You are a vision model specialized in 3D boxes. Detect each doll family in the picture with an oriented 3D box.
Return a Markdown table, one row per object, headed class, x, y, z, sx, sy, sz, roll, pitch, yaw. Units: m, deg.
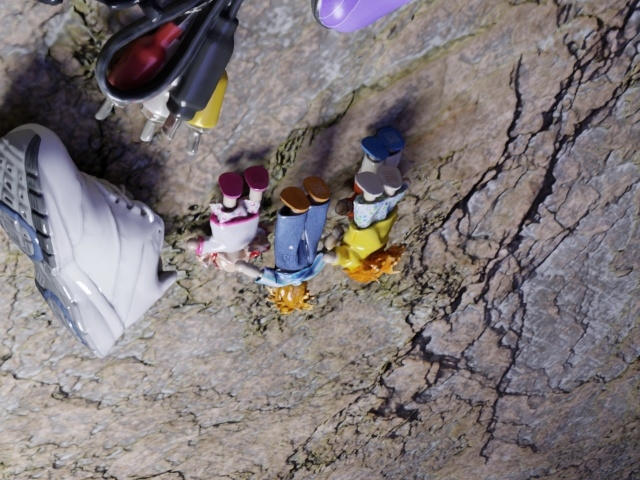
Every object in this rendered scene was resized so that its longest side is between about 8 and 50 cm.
| class | x | y | z | sx | sy | sz | roll | pitch | yaw |
| --- | --- | --- | --- | --- | --- | --- | --- | --- | --- |
| doll family | 0.000 | 0.000 | 1.189 | 0.263 | 0.118 | 0.163 | -16 | 143 | -23 |

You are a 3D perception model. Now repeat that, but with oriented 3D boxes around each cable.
| class | x | y | z | sx | sy | sz | roll | pitch | yaw |
| --- | --- | --- | --- | --- | --- | --- | --- | --- | --- |
| cable | -0.095 | -0.202 | 0.944 | 0.139 | 0.072 | 0.287 | 18 | 110 | -38 |

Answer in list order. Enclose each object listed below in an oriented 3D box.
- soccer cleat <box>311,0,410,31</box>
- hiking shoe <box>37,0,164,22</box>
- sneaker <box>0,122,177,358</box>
| class | x | y | z | sx | sy | sz | roll | pitch | yaw |
| --- | --- | --- | --- | --- | --- | --- | --- | --- | --- |
| soccer cleat | 0.128 | -0.273 | 0.941 | 0.318 | 0.116 | 0.108 | -41 | 160 | 11 |
| hiking shoe | -0.201 | -0.218 | 0.764 | 0.227 | 0.114 | 0.086 | 11 | 127 | -45 |
| sneaker | -0.216 | -0.015 | 1.041 | 0.129 | 0.111 | 0.297 | -39 | 152 | -18 |
